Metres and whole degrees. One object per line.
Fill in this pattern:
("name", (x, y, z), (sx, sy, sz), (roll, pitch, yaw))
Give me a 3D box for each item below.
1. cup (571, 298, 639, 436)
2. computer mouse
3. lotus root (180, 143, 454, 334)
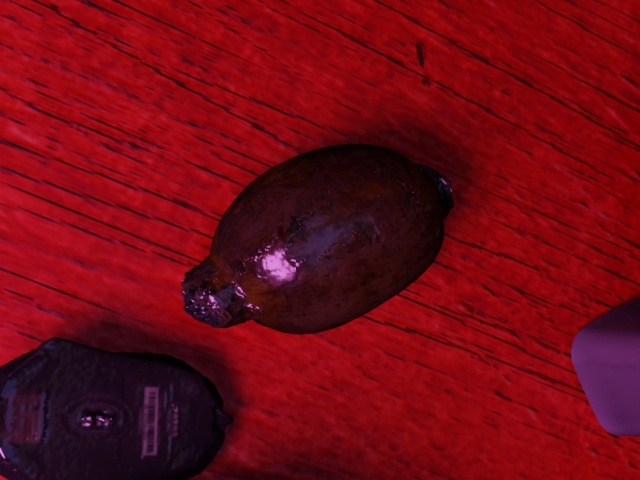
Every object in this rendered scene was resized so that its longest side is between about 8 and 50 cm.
("cup", (0.269, 0.111, 0.777), (0.095, 0.129, 0.128), (-24, 92, -14))
("computer mouse", (-0.142, 0.116, 0.671), (0.172, 0.057, 0.099), (8, 76, -30))
("lotus root", (0.000, 0.000, 0.709), (0.209, 0.120, 0.120), (-26, 90, -22))
